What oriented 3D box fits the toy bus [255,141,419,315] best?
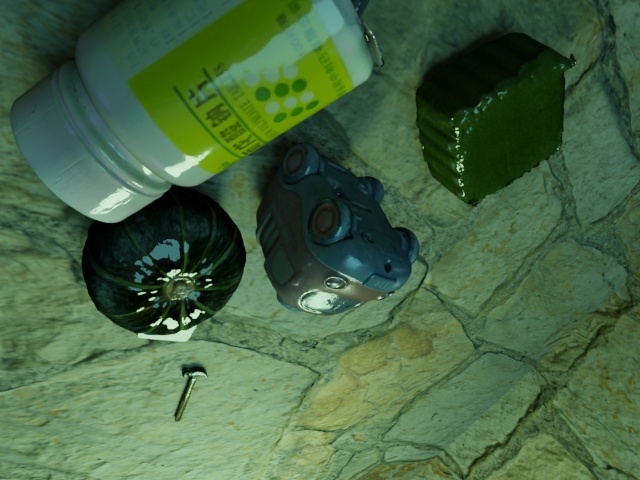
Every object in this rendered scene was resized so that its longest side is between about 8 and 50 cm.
[{"bbox_3d":[0.000,0.000,0.815,0.197,0.294,0.232,18,126,-44],"label":"toy bus"}]

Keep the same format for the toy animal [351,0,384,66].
[{"bbox_3d":[0.029,-0.381,0.639,0.195,0.090,0.324,-14,130,-22],"label":"toy animal"}]

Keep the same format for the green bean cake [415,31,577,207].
[{"bbox_3d":[0.315,-0.225,0.903,0.247,0.156,0.249,-32,137,-2],"label":"green bean cake"}]

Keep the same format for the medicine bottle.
[{"bbox_3d":[-0.142,-0.193,0.567,0.379,0.213,0.213,-30,137,10],"label":"medicine bottle"}]

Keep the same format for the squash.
[{"bbox_3d":[-0.247,0.034,0.774,0.252,0.165,0.252,-17,131,-21],"label":"squash"}]

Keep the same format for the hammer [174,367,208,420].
[{"bbox_3d":[-0.308,0.359,1.123,0.062,0.017,0.182,3,126,-33],"label":"hammer"}]

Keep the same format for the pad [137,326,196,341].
[{"bbox_3d":[-0.283,0.143,0.961,0.112,0.003,0.157,16,117,-40],"label":"pad"}]
